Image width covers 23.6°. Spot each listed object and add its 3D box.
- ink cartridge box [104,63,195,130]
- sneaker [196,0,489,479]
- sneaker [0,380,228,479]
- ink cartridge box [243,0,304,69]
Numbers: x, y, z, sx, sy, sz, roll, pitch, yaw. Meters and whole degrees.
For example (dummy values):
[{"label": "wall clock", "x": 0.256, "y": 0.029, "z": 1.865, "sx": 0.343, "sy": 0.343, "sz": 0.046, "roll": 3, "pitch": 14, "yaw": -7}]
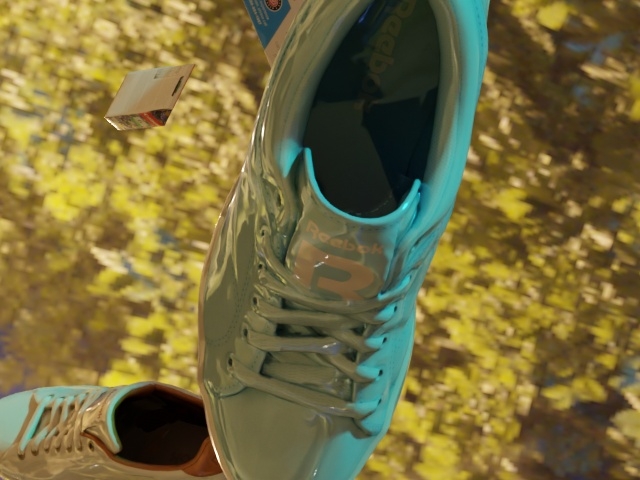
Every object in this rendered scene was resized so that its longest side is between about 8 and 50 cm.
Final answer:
[{"label": "ink cartridge box", "x": -0.175, "y": -0.153, "z": 1.641, "sx": 0.115, "sy": 0.029, "sz": 0.063, "roll": -1, "pitch": -123, "yaw": 44}, {"label": "sneaker", "x": 0.000, "y": 0.000, "z": 0.826, "sx": 0.150, "sy": 0.135, "sz": 0.366, "roll": -67, "pitch": 168, "yaw": -72}, {"label": "sneaker", "x": -0.181, "y": 0.151, "z": 1.276, "sx": 0.290, "sy": 0.123, "sz": 0.106, "roll": 2, "pitch": -126, "yaw": 26}, {"label": "ink cartridge box", "x": 0.042, "y": -0.234, "z": 1.539, "sx": 0.203, "sy": 0.086, "sz": 0.148, "roll": -24, "pitch": -92, "yaw": 22}]
